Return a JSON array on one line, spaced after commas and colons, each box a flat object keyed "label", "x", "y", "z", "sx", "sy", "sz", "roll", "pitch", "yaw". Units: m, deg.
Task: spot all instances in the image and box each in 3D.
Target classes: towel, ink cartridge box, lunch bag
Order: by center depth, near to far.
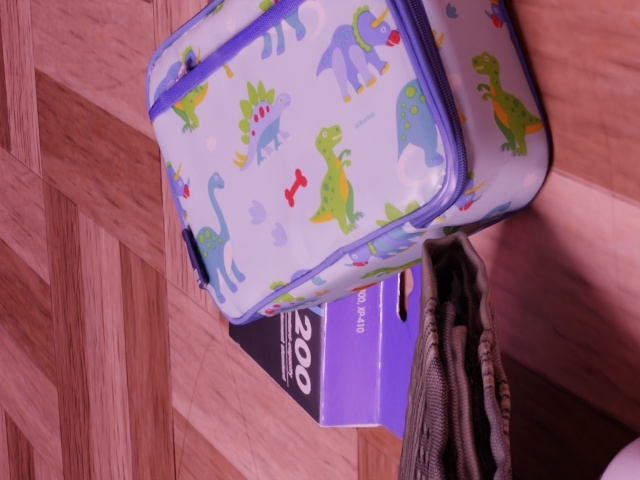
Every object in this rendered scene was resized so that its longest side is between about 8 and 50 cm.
[{"label": "towel", "x": 0.066, "y": 0.209, "z": 0.768, "sx": 0.312, "sy": 0.056, "sz": 0.324, "roll": -88, "pitch": 0, "yaw": -48}, {"label": "lunch bag", "x": 0.003, "y": -0.065, "z": 0.849, "sx": 0.219, "sy": 0.090, "sz": 0.176, "roll": -29, "pitch": 74, "yaw": 47}, {"label": "ink cartridge box", "x": 0.000, "y": 0.000, "z": 0.989, "sx": 0.208, "sy": 0.045, "sz": 0.206, "roll": 33, "pitch": 127, "yaw": 57}]

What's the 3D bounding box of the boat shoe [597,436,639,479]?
[{"label": "boat shoe", "x": 0.135, "y": 0.210, "z": 0.712, "sx": 0.102, "sy": 0.108, "sz": 0.301, "roll": 30, "pitch": 133, "yaw": 58}]
